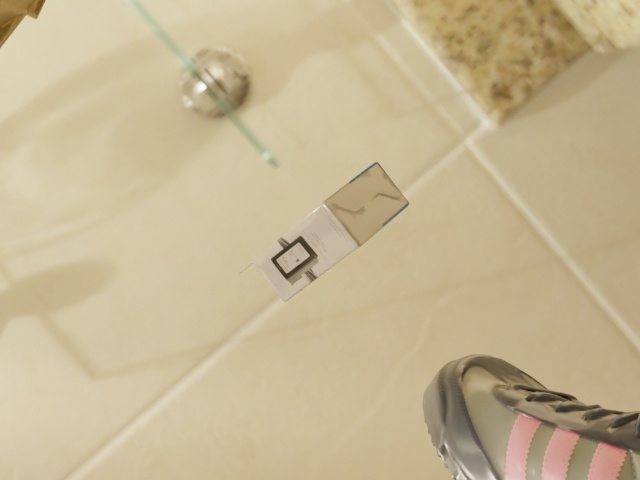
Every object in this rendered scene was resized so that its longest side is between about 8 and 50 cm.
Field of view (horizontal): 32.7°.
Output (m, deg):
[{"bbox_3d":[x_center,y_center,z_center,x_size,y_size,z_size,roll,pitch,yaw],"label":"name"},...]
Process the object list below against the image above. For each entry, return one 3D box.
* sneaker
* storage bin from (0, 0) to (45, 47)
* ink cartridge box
[{"bbox_3d":[0.167,0.122,0.567,0.112,0.131,0.319,7,-158,-31],"label":"sneaker"},{"bbox_3d":[-0.190,-0.248,0.508,0.123,0.260,0.262,23,176,7],"label":"storage bin"},{"bbox_3d":[0.000,0.000,0.543,0.028,0.083,0.048,52,-134,0],"label":"ink cartridge box"}]
